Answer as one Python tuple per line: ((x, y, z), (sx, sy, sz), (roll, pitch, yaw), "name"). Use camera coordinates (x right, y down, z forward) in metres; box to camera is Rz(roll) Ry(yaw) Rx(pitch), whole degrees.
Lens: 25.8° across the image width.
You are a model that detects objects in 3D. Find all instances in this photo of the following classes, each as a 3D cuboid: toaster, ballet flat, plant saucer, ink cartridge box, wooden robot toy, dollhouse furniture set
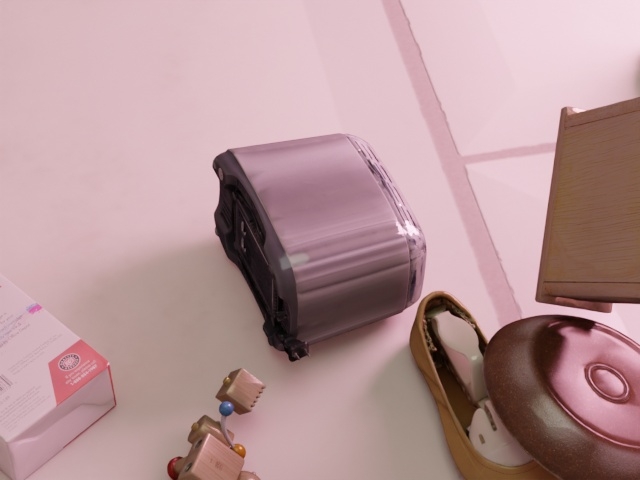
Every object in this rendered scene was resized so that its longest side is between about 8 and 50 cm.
((0.000, 0.000, 1.273), (0.146, 0.129, 0.227), (-16, 48, -16), "toaster")
((0.134, 0.137, 1.180), (0.080, 0.073, 0.232), (-20, 50, -14), "ballet flat")
((0.231, 0.128, 1.161), (0.198, 0.036, 0.198), (17, 38, -14), "plant saucer")
((-0.288, 0.105, 1.222), (0.198, 0.067, 0.115), (35, 57, 27), "ink cartridge box")
((-0.079, 0.195, 1.153), (0.079, 0.076, 0.173), (36, 49, -14), "wooden robot toy")
((0.410, -0.001, 1.120), (0.394, 0.256, 0.362), (9, 87, -14), "dollhouse furniture set")
